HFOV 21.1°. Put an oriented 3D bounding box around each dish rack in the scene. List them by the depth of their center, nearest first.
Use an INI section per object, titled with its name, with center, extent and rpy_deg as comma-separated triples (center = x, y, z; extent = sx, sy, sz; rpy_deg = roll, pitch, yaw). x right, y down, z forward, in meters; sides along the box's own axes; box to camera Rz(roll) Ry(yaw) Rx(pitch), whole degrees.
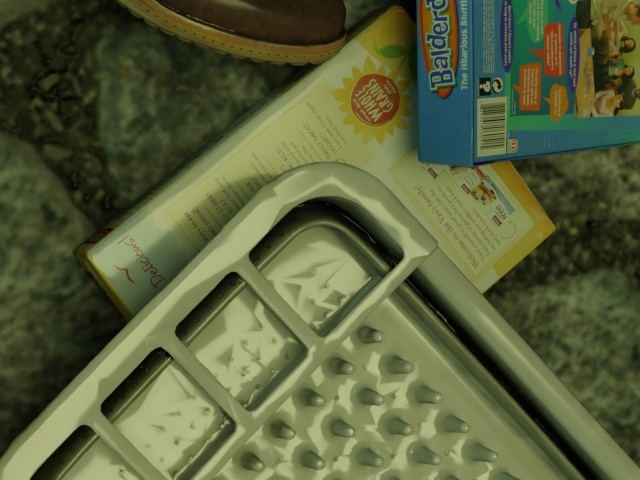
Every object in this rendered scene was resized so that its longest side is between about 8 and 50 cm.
[dish rack]
center = 0.008, 0.154, 0.948
extent = 0.285, 0.072, 0.333
rpy_deg = -46, 104, -13

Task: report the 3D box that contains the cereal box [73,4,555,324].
[cereal box]
center = 0.000, 0.000, 1.007
extent = 0.240, 0.047, 0.173
rpy_deg = -39, 105, -14

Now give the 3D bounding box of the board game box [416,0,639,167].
[board game box]
center = 0.145, -0.132, 1.012
extent = 0.210, 0.047, 0.160
rpy_deg = -8, 101, -41

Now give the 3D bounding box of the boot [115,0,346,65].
[boot]
center = -0.059, -0.221, 0.906
extent = 0.248, 0.090, 0.207
rpy_deg = 25, 117, -14
